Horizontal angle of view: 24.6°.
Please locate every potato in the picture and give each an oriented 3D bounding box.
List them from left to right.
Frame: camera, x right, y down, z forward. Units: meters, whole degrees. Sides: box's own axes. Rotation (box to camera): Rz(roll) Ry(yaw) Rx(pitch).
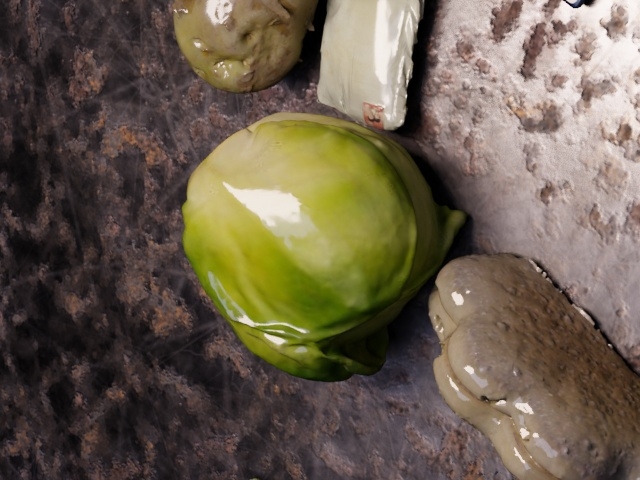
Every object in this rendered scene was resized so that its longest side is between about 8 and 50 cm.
[{"bbox_3d":[-0.065,-0.285,1.555,0.165,0.165,0.262,29,104,29],"label":"potato"}]

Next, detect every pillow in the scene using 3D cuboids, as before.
[{"bbox_3d":[0.057,-0.237,1.541,0.128,0.051,0.229,21,108,41],"label":"pillow"}]

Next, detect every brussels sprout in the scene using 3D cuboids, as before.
[{"bbox_3d":[-0.002,0.002,1.528,0.259,0.227,0.294,-38,100,27],"label":"brussels sprout"}]

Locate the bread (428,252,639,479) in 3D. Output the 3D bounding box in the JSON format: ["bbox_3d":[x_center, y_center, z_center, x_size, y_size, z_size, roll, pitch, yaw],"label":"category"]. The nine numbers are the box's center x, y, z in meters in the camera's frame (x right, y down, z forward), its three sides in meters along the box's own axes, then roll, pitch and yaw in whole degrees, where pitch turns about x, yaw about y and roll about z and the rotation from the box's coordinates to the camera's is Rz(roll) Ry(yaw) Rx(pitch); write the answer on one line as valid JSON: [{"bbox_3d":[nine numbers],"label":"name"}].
[{"bbox_3d":[0.216,0.154,1.418,0.337,0.183,0.102,47,129,21],"label":"bread"}]

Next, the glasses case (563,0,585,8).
[{"bbox_3d":[0.230,-0.261,1.429,0.083,0.023,0.033,43,115,20],"label":"glasses case"}]

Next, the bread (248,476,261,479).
[{"bbox_3d":[-0.019,0.367,1.693,0.172,0.064,0.232,-45,73,34],"label":"bread"}]
